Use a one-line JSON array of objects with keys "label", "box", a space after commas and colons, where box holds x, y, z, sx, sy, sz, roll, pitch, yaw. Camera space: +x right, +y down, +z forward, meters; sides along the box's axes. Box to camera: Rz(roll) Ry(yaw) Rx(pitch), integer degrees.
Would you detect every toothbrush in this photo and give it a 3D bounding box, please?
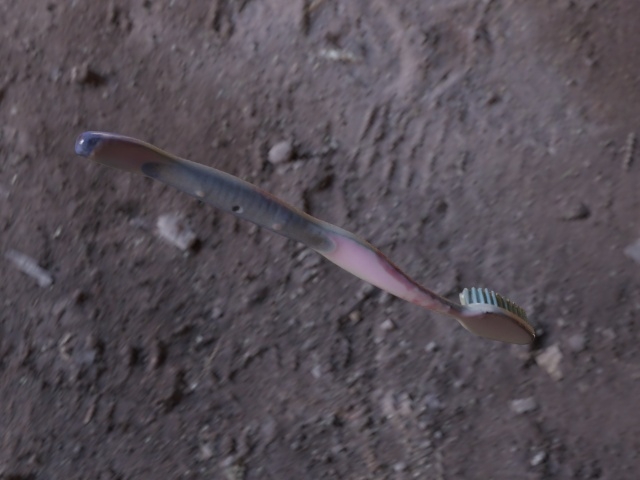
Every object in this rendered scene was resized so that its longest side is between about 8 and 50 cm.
[{"label": "toothbrush", "box": [0.000, 0.000, 0.752, 0.269, 0.021, 0.027, 24, 30, -23]}]
